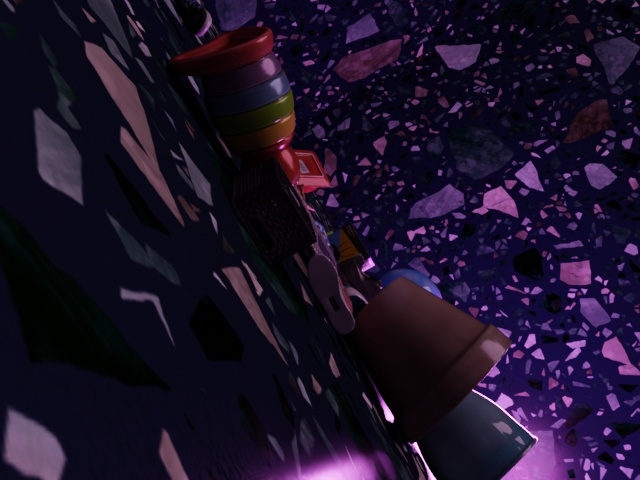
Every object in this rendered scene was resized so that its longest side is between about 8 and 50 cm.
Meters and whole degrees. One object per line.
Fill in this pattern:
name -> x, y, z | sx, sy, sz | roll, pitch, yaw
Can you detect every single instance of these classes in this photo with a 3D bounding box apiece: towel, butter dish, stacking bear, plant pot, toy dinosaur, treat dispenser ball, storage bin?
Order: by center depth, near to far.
storage bin -> -0.076, -0.052, 0.984 | 0.122, 0.084, 0.180 | 59, 5, -21
stacking bear -> -0.118, -0.211, 1.077 | 0.164, 0.175, 0.289 | 10, -51, 40
plant pot -> 0.221, 0.243, 1.378 | 0.280, 0.323, 0.323 | 46, 0, 15
towel -> -0.045, -0.026, 1.544 | 0.324, 0.056, 0.312 | 62, 6, -13
plant pot -> 0.367, 0.505, 1.565 | 0.255, 0.271, 0.272 | 47, -2, 22
toy dinosaur -> -0.067, -0.120, 1.887 | 0.211, 0.064, 0.112 | -64, 144, -74
butter dish -> -0.074, -0.212, 1.997 | 0.159, 0.118, 0.160 | -3, 57, -40
treat dispenser ball -> 0.300, 0.246, 2.191 | 0.288, 0.288, 0.288 | 60, 4, -7

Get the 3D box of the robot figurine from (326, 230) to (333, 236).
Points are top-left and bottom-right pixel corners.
robot figurine -> 0.046, 0.027, 2.104 | 0.115, 0.067, 0.101 | 60, -26, -6

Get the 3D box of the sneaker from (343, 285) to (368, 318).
sneaker -> 0.118, 0.215, 1.564 | 0.229, 0.087, 0.092 | 61, 1, -22

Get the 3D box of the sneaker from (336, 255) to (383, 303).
sneaker -> 0.136, 0.176, 1.747 | 0.286, 0.130, 0.109 | 61, 2, -9

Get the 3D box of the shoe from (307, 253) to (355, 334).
shoe -> 0.021, 0.109, 1.278 | 0.081, 0.063, 0.178 | -94, 160, -84

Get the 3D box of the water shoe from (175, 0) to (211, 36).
water shoe -> -0.369, -0.641, 1.687 | 0.080, 0.073, 0.203 | 24, 27, -46

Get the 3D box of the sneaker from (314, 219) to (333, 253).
sneaker -> 0.000, 0.000, 1.822 | 0.144, 0.053, 0.059 | 58, 7, -28

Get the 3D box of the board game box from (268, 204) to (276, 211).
board game box -> -0.086, -0.051, 1.250 | 0.169, 0.033, 0.133 | -95, 161, -68

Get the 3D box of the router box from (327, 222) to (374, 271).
router box -> 0.075, 0.041, 1.893 | 0.046, 0.133, 0.179 | 58, 4, -43
